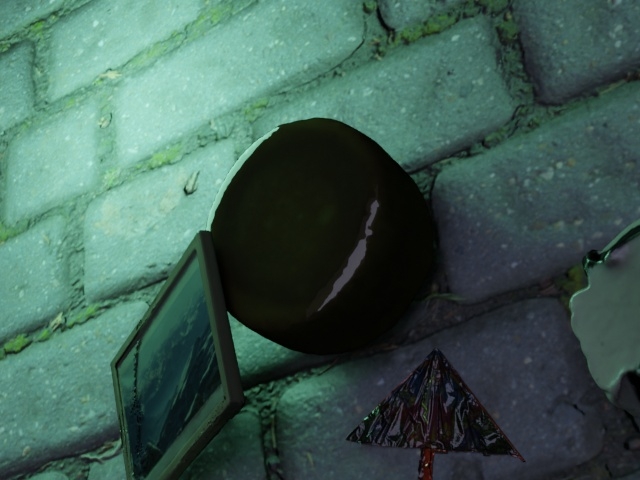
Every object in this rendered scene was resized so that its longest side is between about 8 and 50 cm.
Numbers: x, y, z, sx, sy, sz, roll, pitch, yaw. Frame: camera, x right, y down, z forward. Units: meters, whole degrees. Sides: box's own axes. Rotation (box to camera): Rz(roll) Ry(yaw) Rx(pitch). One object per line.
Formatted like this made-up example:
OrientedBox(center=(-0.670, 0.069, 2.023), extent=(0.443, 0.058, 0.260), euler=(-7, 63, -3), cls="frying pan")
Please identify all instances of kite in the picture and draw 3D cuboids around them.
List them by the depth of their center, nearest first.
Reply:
OrientedBox(center=(0.133, 0.215, 1.234), extent=(0.232, 0.009, 0.189), euler=(-5, 65, 33), cls="kite")

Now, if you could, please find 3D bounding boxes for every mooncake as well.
OrientedBox(center=(0.000, 0.000, 1.335), extent=(0.284, 0.155, 0.285), euler=(-14, 62, 28), cls="mooncake")

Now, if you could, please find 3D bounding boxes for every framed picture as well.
OrientedBox(center=(-0.196, 0.182, 1.368), extent=(0.335, 0.022, 0.247), euler=(-51, 43, 43), cls="framed picture")

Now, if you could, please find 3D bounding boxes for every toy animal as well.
OrientedBox(center=(0.372, 0.070, 1.046), extent=(0.208, 0.156, 0.204), euler=(-43, 48, 32), cls="toy animal")
